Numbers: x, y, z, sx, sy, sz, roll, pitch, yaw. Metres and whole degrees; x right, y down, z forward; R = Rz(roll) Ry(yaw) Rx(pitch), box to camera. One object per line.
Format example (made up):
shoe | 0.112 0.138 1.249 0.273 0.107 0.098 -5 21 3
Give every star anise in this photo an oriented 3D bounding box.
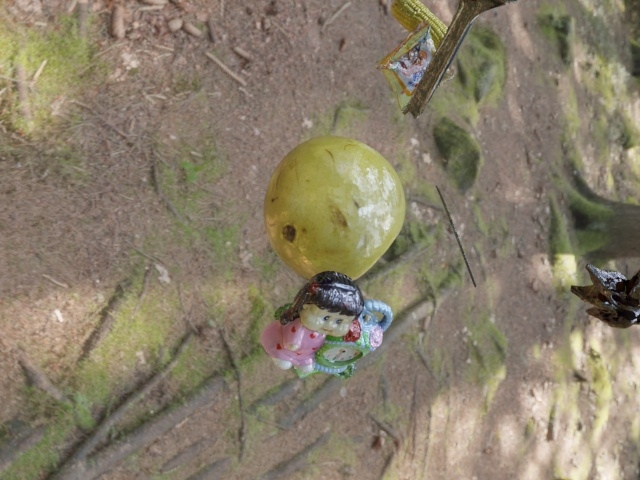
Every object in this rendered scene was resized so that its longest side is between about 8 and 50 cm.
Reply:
star anise | 0.655 0.136 1.188 0.272 0.272 0.102 43 55 -39

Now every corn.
corn | 0.250 -0.507 1.354 0.203 0.072 0.072 47 48 12

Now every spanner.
spanner | 0.181 -0.269 0.774 0.026 0.325 0.093 -33 76 -22

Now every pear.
pear | 0.031 -0.072 1.335 0.348 0.348 0.348 -3 94 -46

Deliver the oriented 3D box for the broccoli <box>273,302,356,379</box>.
broccoli | -0.013 0.308 1.739 0.245 0.294 0.265 -26 150 -33

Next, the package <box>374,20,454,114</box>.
package | 0.156 -0.283 0.943 0.108 0.031 0.121 -37 134 7

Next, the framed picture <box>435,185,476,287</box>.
framed picture | 0.496 -0.016 2.081 0.244 0.013 0.323 -93 159 -55

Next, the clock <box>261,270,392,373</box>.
clock | 0.021 0.143 0.986 0.194 0.195 0.100 15 43 -25
